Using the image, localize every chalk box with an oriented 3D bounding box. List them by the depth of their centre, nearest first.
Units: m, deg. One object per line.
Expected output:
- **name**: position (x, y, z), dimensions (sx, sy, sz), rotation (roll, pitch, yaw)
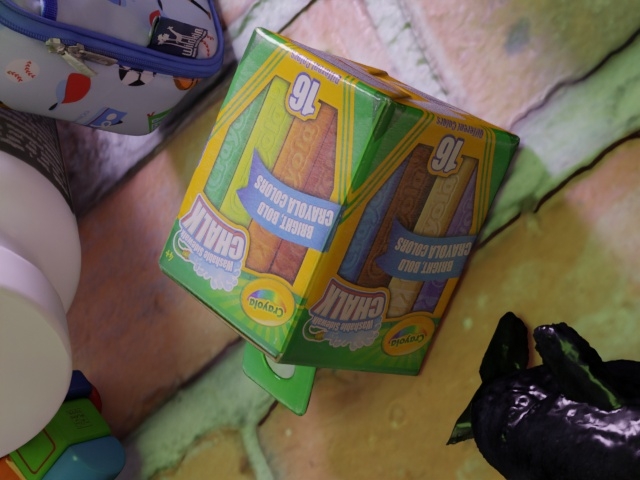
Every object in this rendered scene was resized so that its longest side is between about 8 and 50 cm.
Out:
- **chalk box**: position (0.000, 0.000, 0.888), dimensions (0.132, 0.132, 0.213), rotation (32, 104, 41)

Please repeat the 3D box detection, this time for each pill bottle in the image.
- **pill bottle**: position (-0.284, -0.026, 1.034), dimensions (0.210, 0.210, 0.363), rotation (-50, 36, 23)

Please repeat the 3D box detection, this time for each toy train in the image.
- **toy train**: position (-0.230, 0.226, 1.085), dimensions (0.143, 0.105, 0.248), rotation (50, 115, 21)

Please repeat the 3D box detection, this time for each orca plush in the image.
- **orca plush**: position (0.143, 0.071, 0.720), dimensions (0.151, 0.102, 0.287), rotation (-30, 18, -7)

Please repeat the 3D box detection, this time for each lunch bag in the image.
- **lunch bag**: position (-0.202, -0.220, 1.033), dimensions (0.115, 0.243, 0.303), rotation (-38, 59, 31)
